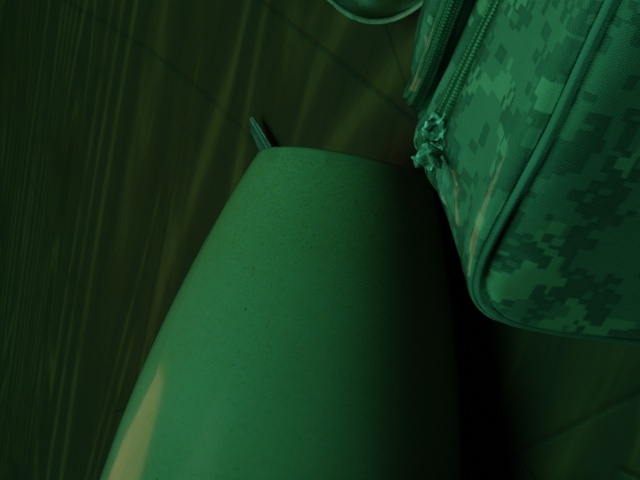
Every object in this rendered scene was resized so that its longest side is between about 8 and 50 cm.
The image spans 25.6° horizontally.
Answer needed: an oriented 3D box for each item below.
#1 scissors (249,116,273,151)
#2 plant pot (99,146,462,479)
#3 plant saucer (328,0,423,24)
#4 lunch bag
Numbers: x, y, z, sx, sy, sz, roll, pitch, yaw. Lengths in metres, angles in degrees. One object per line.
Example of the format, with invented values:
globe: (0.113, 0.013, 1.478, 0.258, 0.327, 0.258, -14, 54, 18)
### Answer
scissors: (0.000, 0.000, 1.155, 0.109, 0.021, 0.297, 127, 132, -55)
plant pot: (-0.006, 0.082, 0.975, 0.256, 0.257, 0.274, -2, 75, 63)
plant saucer: (0.055, -0.304, 0.954, 0.311, 0.050, 0.310, 21, 114, 59)
lunch bag: (0.162, -0.131, 0.628, 0.256, 0.213, 0.305, -100, 23, -46)
